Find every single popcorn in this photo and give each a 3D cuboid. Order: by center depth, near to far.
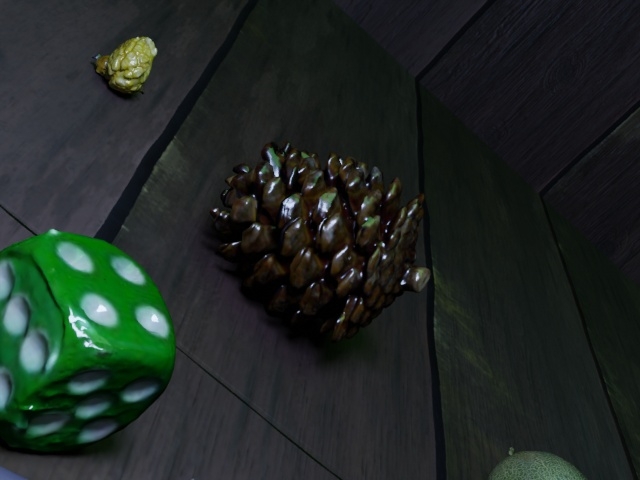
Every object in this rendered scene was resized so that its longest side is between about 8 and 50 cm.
[{"bbox_3d":[-0.262,-0.233,1.411,0.084,0.084,0.084,39,21,-18],"label":"popcorn"}]

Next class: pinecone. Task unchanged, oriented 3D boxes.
[{"bbox_3d":[0.000,0.000,1.269,0.272,0.224,0.224,23,18,9],"label":"pinecone"}]

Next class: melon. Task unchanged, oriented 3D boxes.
[{"bbox_3d":[0.261,0.323,1.256,0.139,0.139,0.192,27,27,-41],"label":"melon"}]

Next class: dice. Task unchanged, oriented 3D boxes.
[{"bbox_3d":[-0.199,0.078,0.827,0.120,0.131,0.128,18,35,-52],"label":"dice"}]

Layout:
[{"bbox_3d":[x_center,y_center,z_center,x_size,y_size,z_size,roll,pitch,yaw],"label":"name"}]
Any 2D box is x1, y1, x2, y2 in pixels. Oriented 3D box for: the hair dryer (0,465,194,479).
[{"bbox_3d":[-0.161,0.198,0.732,0.301,0.121,0.361,33,2,17],"label":"hair dryer"}]
